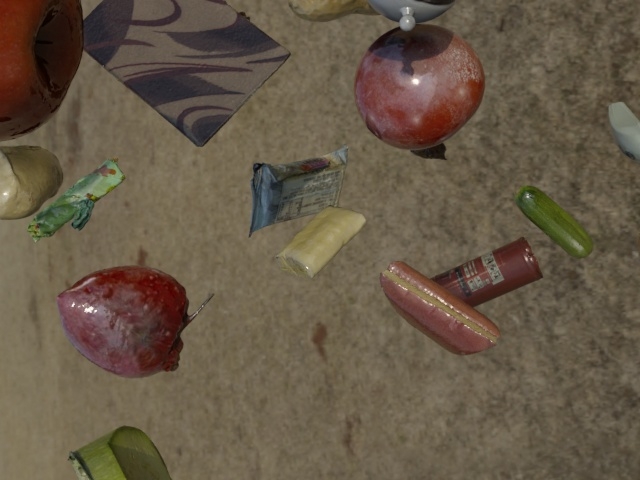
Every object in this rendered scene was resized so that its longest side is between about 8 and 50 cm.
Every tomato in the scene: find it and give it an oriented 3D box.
[{"bbox_3d":[0.194,-0.322,1.620,0.227,0.270,0.270,54,-176,-45],"label":"tomato"}]

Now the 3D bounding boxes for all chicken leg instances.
[{"bbox_3d":[0.250,-0.275,1.946,0.063,0.105,0.233,-85,-17,-46],"label":"chicken leg"}]

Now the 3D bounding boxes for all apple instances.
[{"bbox_3d":[-0.345,-0.203,0.756,0.218,0.202,0.218,14,-90,-86],"label":"apple"}]

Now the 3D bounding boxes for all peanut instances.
[{"bbox_3d":[0.075,-0.565,1.775,0.149,0.313,0.149,53,153,43],"label":"peanut"}]

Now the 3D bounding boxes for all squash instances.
[{"bbox_3d":[0.514,-0.041,1.736,0.069,0.239,0.069,-46,18,20],"label":"squash"},{"bbox_3d":[-0.289,0.393,1.205,0.220,0.133,0.220,55,161,31],"label":"squash"}]

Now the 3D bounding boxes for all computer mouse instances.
[{"bbox_3d":[0.537,-0.184,1.374,0.056,0.089,0.181,-33,27,19],"label":"computer mouse"}]

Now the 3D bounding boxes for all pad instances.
[{"bbox_3d":[-0.238,-0.324,1.307,0.330,0.220,0.004,39,172,16],"label":"pad"}]

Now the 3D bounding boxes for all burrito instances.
[{"bbox_3d":[-0.590,-0.092,1.951,0.104,0.288,0.054,40,159,24],"label":"burrito"}]

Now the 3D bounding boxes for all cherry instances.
[{"bbox_3d":[-0.334,0.130,1.340,0.175,0.250,0.192,36,101,49],"label":"cherry"}]

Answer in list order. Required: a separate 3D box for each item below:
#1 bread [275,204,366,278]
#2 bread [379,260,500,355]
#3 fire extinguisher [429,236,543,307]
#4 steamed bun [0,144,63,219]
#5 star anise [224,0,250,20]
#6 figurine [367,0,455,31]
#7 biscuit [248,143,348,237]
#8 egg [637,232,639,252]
[{"bbox_3d":[0.000,0.000,1.677,0.140,0.178,0.060,7,137,57],"label":"bread"},{"bbox_3d":[0.175,0.112,1.178,0.192,0.067,0.119,34,167,18],"label":"bread"},{"bbox_3d":[0.325,0.092,1.815,0.147,0.337,0.106,54,-159,-30],"label":"fire extinguisher"},{"bbox_3d":[-0.586,-0.124,1.489,0.212,0.231,0.110,40,130,47],"label":"steamed bun"},{"bbox_3d":[-0.250,-0.504,1.923,0.093,0.229,0.236,-40,14,52],"label":"star anise"},{"bbox_3d":[0.143,-0.507,1.414,0.369,0.282,0.167,-102,32,-49],"label":"figurine"},{"bbox_3d":[-0.050,-0.127,1.901,0.079,0.309,0.185,35,128,37],"label":"biscuit"},{"bbox_3d":[0.671,0.015,1.560,0.080,0.080,0.096,-26,74,63],"label":"egg"}]
